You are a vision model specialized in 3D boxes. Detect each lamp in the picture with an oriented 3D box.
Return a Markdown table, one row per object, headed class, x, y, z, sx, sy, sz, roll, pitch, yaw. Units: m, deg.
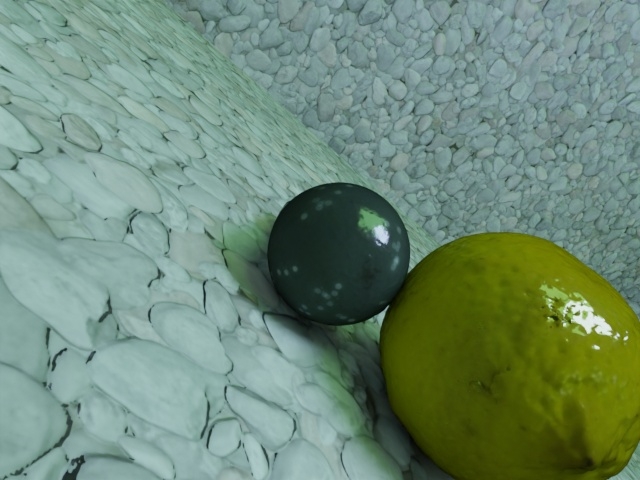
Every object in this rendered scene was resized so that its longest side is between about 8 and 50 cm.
| class | x | y | z | sx | sy | sz | roll | pitch | yaw |
| --- | --- | --- | --- | --- | --- | --- | --- | --- | --- |
| lamp | -0.004 | 0.018 | 0.659 | 0.182 | 0.182 | 0.314 | 39 | -15 | -18 |

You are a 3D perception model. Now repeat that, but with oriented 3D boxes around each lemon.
| class | x | y | z | sx | sy | sz | roll | pitch | yaw |
| --- | --- | --- | --- | --- | --- | --- | --- | --- | --- |
| lemon | 0.228 | 0.142 | 0.591 | 0.336 | 0.336 | 0.336 | 41 | 16 | -15 |
